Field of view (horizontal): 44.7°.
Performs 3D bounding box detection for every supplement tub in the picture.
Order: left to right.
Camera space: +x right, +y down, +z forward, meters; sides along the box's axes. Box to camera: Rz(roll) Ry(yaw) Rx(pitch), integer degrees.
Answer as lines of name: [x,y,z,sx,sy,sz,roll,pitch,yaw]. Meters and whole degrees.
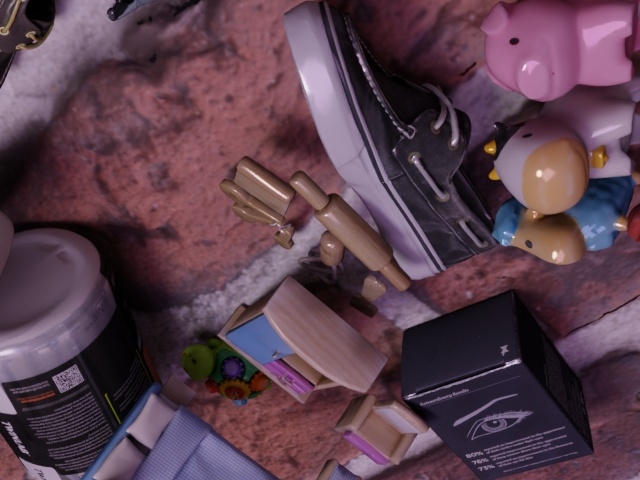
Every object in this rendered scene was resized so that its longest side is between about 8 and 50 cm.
supplement tub: [-0.300,0.158,0.922,0.193,0.194,0.316,-2,131,9]

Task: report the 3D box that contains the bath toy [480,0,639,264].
bath toy: [0.189,-0.147,0.631,0.128,0.151,0.348,10,132,29]

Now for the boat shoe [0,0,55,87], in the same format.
boat shoe: [-0.259,-0.204,0.659,0.068,0.081,0.228,26,128,-11]

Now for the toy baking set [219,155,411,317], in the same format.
toy baking set: [0.002,-0.001,0.789,0.256,0.030,0.196,42,163,-23]

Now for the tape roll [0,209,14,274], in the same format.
tape roll: [-0.460,0.102,0.758,0.392,0.392,0.072,-26,125,27]

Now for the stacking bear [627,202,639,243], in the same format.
stacking bear: [0.388,-0.109,0.623,0.164,0.175,0.289,-14,126,-24]

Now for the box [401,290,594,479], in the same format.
box: [0.213,0.181,0.938,0.153,0.108,0.207,-23,125,26]

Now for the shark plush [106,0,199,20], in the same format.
shark plush: [-0.118,-0.215,0.655,0.161,0.073,0.067,-30,153,24]

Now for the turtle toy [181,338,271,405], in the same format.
turtle toy: [-0.117,0.165,0.992,0.130,0.066,0.095,31,129,-20]

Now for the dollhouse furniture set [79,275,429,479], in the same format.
dollhouse furniture set: [-0.061,0.242,0.825,0.286,0.303,0.198,40,157,-7]

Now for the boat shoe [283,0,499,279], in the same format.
boat shoe: [0.079,-0.094,0.713,0.119,0.121,0.335,-21,138,15]
